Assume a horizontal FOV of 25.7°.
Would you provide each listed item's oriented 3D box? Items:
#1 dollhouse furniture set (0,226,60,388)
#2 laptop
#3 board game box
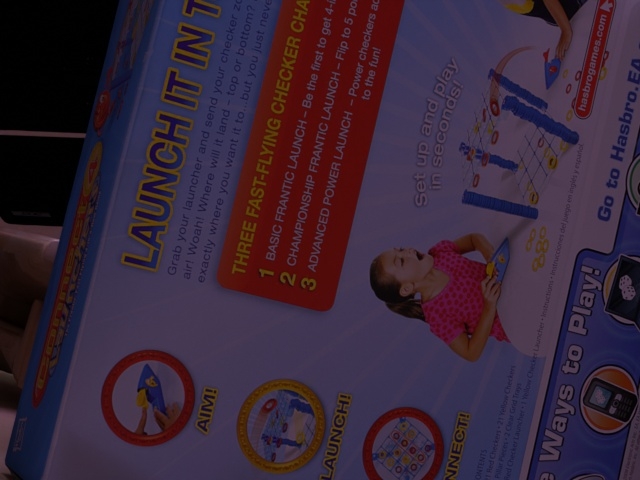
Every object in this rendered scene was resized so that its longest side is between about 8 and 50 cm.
[{"bbox_3d":[-0.125,-0.011,0.936,0.362,0.256,0.394,20,-6,-29],"label":"dollhouse furniture set"},{"bbox_3d":[-0.151,-0.122,1.044,0.234,0.264,0.136,2,13,7],"label":"laptop"},{"bbox_3d":[0.034,-0.002,0.693,0.302,0.308,0.086,16,-5,-22],"label":"board game box"}]
